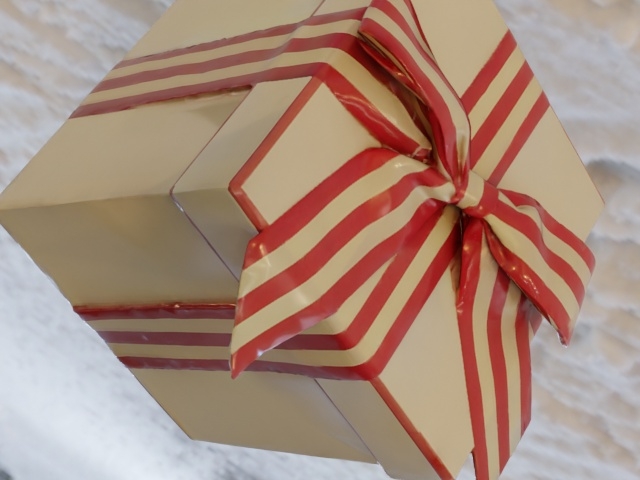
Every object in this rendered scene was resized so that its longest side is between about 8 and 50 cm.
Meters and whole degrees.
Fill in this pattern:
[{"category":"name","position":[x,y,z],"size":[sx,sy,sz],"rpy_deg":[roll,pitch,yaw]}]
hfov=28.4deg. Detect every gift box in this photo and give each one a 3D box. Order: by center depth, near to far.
[{"category":"gift box","position":[0.000,0.000,0.737],"size":[0.258,0.276,0.255],"rpy_deg":[-4,137,45]}]
